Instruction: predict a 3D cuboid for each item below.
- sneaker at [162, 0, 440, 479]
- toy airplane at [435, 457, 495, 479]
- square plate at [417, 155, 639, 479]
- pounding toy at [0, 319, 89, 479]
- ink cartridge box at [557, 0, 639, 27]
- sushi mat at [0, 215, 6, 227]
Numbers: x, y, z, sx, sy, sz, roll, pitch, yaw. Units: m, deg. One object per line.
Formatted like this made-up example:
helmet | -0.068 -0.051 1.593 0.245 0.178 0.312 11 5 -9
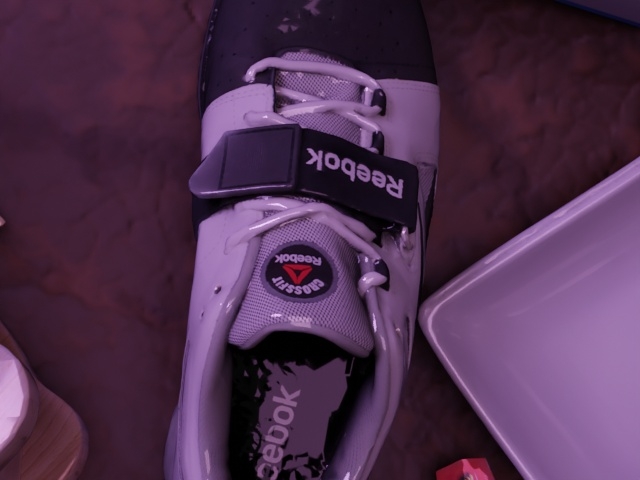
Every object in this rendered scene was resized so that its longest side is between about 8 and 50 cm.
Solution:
sneaker | 0.000 0.000 0.674 0.122 0.146 0.330 5 86 -7
toy airplane | 0.062 0.186 0.733 0.151 0.028 0.151 0 87 -8
square plate | 0.274 0.082 0.758 0.344 0.049 0.347 -34 94 -9
pounding toy | -0.214 0.147 0.672 0.154 0.155 0.269 25 73 21
ink cartridge box | 0.150 -0.268 0.688 0.223 0.129 0.307 12 86 -24
sushi mat | -0.299 -0.077 0.690 0.151 0.019 0.316 -39 94 -7
